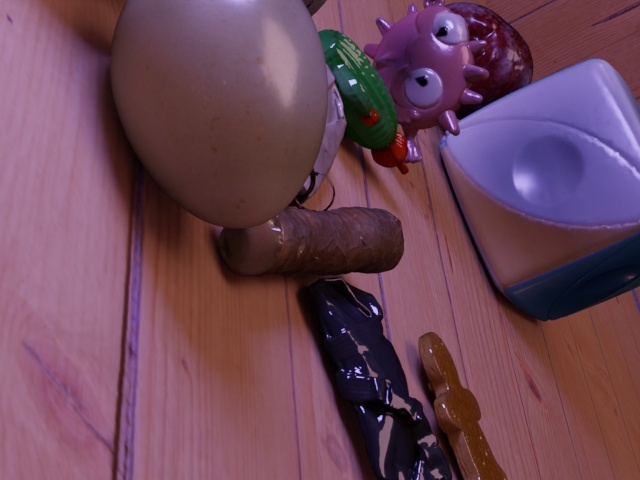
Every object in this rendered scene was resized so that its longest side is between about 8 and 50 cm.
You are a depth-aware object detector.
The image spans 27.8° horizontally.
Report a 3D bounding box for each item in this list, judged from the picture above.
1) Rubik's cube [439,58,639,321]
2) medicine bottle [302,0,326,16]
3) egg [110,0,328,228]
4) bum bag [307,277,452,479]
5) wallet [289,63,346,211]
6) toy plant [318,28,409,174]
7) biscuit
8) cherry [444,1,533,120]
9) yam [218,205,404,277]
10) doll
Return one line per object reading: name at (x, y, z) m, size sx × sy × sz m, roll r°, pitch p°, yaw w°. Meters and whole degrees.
Rubik's cube at (0.455, -0.082, 2.338) m, size 0.351 × 0.352 × 0.347 m, roll 23°, pitch 44°, yaw -61°
medicine bottle at (-0.046, -0.311, 1.424) m, size 0.147 × 0.143 × 0.147 m, roll 41°, pitch 30°, yaw -30°
egg at (-0.086, -0.132, 1.134) m, size 0.188 × 0.189 × 0.253 m, roll 19°, pitch 55°, yaw -66°
bum bag at (0.060, 0.148, 1.352) m, size 0.123 × 0.060 × 0.248 m, roll 15°, pitch 41°, yaw -56°
wallet at (-0.061, -0.204, 1.505) m, size 0.335 × 0.068 × 0.275 m, roll 60°, pitch 20°, yaw -8°
toy plant at (0.051, -0.194, 1.784) m, size 0.154 × 0.088 × 0.240 m, roll 57°, pitch 5°, yaw 30°
biscuit at (0.172, 0.230, 1.619) m, size 0.240 × 0.035 × 0.158 m, roll 68°, pitch 16°, yaw 12°
cherry at (0.286, -0.327, 2.424) m, size 0.230 × 0.203 × 0.300 m, roll 30°, pitch 2°, yaw 10°
yam at (0.000, 0.000, 1.356) m, size 0.357 × 0.081 × 0.081 m, roll 1°, pitch 64°, yaw -67°
doll at (0.151, -0.245, 1.947) m, size 0.093 × 0.211 × 0.261 m, roll 16°, pitch 92°, yaw -64°
